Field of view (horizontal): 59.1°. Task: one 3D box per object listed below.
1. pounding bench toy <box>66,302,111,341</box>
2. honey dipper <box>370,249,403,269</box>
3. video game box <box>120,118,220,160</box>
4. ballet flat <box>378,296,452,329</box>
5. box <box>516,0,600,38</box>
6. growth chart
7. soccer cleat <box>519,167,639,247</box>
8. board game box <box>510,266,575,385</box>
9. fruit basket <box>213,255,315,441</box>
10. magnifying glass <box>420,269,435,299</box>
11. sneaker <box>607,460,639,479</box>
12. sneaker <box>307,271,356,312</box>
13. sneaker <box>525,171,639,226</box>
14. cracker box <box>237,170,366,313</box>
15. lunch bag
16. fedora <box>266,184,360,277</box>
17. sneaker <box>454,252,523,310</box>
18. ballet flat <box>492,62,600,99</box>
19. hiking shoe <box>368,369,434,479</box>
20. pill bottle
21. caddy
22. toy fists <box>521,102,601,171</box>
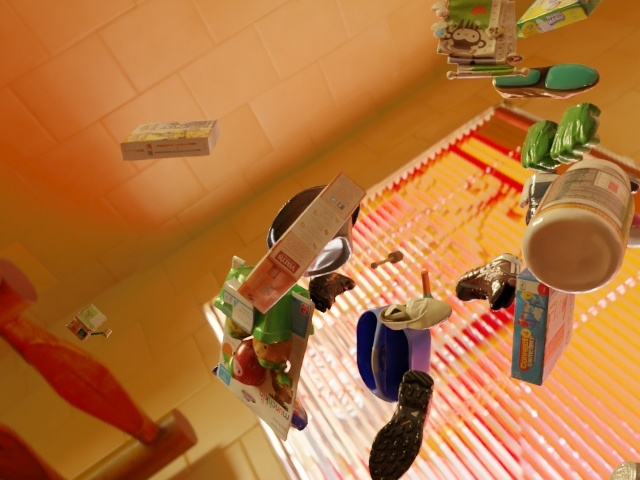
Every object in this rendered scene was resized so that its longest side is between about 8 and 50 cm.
[{"bbox_3d":[-0.527,0.200,1.296,0.083,0.065,0.052,46,37,-7],"label":"pounding bench toy"},{"bbox_3d":[0.157,0.048,1.359,0.030,0.030,0.161,54,28,14],"label":"honey dipper"},{"bbox_3d":[-0.332,-0.231,1.279,0.205,0.187,0.048,-101,-175,-67],"label":"video game box"},{"bbox_3d":[0.242,0.193,1.501,0.086,0.086,0.248,56,-33,-4],"label":"ballet flat"},{"bbox_3d":[0.478,-0.470,1.137,0.043,0.105,0.179,47,-17,-19],"label":"box"},{"bbox_3d":[0.303,-0.407,1.095,0.021,0.172,0.237,60,29,-66],"label":"growth chart"},{"bbox_3d":[0.657,-0.052,1.418,0.331,0.143,0.116,33,-28,18],"label":"soccer cleat"},{"bbox_3d":[0.635,0.200,1.588,0.086,0.308,0.301,10,-69,36],"label":"board game box"},{"bbox_3d":[-0.158,0.251,1.361,0.165,0.352,0.327,5,15,-43],"label":"fruit basket"},{"bbox_3d":[0.394,0.213,2.070,0.026,0.092,0.230,32,-40,56],"label":"magnifying glass"},{"bbox_3d":[0.626,0.432,0.978,0.153,0.268,0.101,28,28,-4],"label":"sneaker"},{"bbox_3d":[0.029,0.158,1.753,0.087,0.130,0.227,16,-1,30],"label":"sneaker"},{"bbox_3d":[0.550,-0.062,1.199,0.226,0.163,0.086,0,-22,40],"label":"sneaker"},{"bbox_3d":[-0.031,0.003,0.966,0.067,0.232,0.156,41,-37,-3],"label":"cracker box"},{"bbox_3d":[-0.156,0.426,1.611,0.221,0.138,0.293,45,-13,-20],"label":"lunch bag"},{"bbox_3d":[0.000,0.000,1.377,0.275,0.244,0.124,-57,-133,44],"label":"fedora"},{"bbox_3d":[0.518,0.165,1.774,0.106,0.162,0.281,25,-39,-13],"label":"sneaker"},{"bbox_3d":[0.503,-0.348,1.256,0.232,0.080,0.073,15,-15,39],"label":"ballet flat"},{"bbox_3d":[0.216,0.481,1.409,0.113,0.304,0.132,16,-34,27],"label":"hiking shoe"},{"bbox_3d":[0.480,-0.039,1.032,0.162,0.278,0.162,18,-52,25],"label":"pill bottle"},{"bbox_3d":[0.235,0.380,1.924,0.241,0.179,0.341,13,-69,43],"label":"caddy"},{"bbox_3d":[0.666,-0.270,1.578,0.096,0.142,0.279,27,-14,-15],"label":"toy fists"}]
